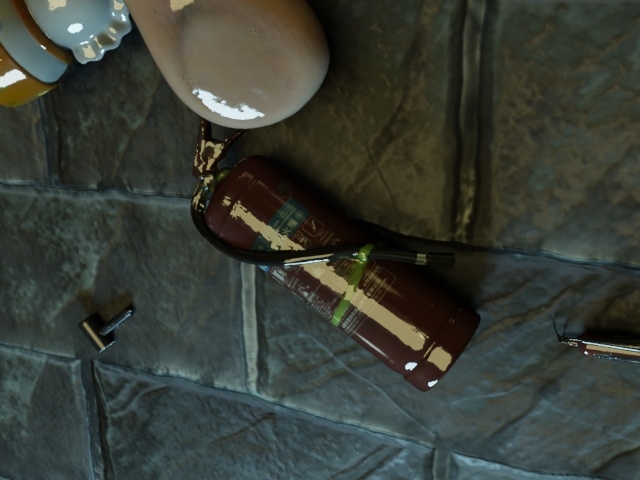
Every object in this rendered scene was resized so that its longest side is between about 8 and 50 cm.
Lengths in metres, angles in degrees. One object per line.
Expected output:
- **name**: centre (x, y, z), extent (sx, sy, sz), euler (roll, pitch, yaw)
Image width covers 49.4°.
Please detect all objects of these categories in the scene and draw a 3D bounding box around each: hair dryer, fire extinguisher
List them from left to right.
- **hair dryer**: centre (-0.269, 0.105, 0.888), extent (0.083, 0.026, 0.047), euler (-34, 95, 27)
- **fire extinguisher**: centre (0.000, 0.000, 0.689), extent (0.341, 0.105, 0.141), euler (37, 105, 5)
- **fire extinguisher**: centre (0.265, 0.097, 0.644), extent (0.100, 0.046, 0.032), euler (6, 99, 20)

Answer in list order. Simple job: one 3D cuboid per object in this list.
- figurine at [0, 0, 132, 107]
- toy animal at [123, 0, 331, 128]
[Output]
- **figurine**: centre (-0.285, -0.227, 0.696), extent (0.271, 0.143, 0.143), euler (-22, 100, 29)
- **toy animal**: centre (-0.094, -0.209, 0.586), extent (0.167, 0.154, 0.250), euler (-23, 115, 25)
